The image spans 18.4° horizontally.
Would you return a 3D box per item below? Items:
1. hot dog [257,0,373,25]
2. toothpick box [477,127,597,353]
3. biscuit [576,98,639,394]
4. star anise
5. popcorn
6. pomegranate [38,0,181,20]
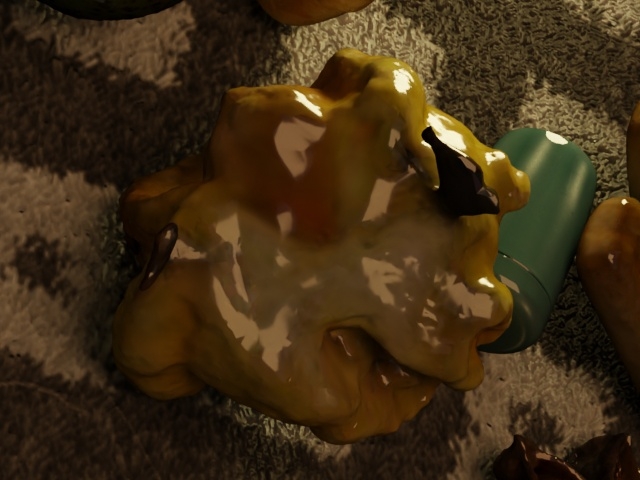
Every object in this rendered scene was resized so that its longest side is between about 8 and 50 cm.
[{"bbox_3d":[0.004,-0.314,1.638,0.153,0.150,0.256,41,60,-33],"label":"hot dog"},{"bbox_3d":[0.164,-0.005,1.696,0.120,0.120,0.184,43,56,-20],"label":"toothpick box"},{"bbox_3d":[0.319,0.019,1.777,0.290,0.062,0.237,55,51,-45],"label":"biscuit"},{"bbox_3d":[0.219,0.255,1.698,0.220,0.099,0.214,41,47,-16],"label":"star anise"},{"bbox_3d":[0.000,0.000,1.514,0.316,0.281,0.297,12,92,-1],"label":"popcorn"},{"bbox_3d":[-0.158,-0.282,1.502,0.214,0.214,0.248,45,22,-19],"label":"pomegranate"}]
